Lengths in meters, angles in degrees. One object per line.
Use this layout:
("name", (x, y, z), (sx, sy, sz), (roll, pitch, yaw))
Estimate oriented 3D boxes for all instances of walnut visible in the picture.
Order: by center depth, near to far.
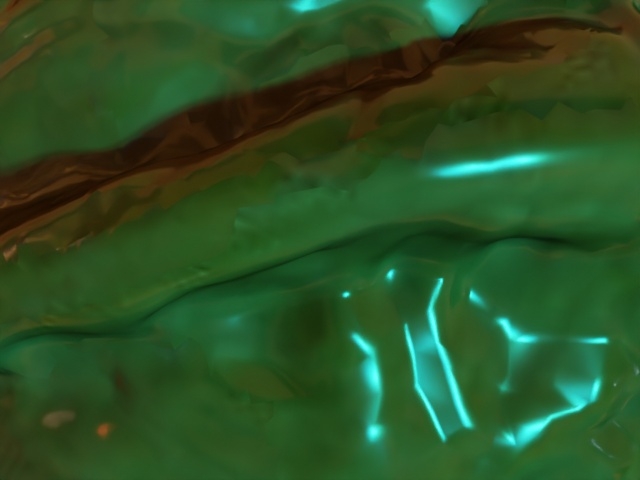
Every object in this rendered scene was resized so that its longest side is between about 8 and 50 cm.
("walnut", (0.000, 0.000, 0.502), (0.257, 0.224, 0.257), (-13, 180, 0))
